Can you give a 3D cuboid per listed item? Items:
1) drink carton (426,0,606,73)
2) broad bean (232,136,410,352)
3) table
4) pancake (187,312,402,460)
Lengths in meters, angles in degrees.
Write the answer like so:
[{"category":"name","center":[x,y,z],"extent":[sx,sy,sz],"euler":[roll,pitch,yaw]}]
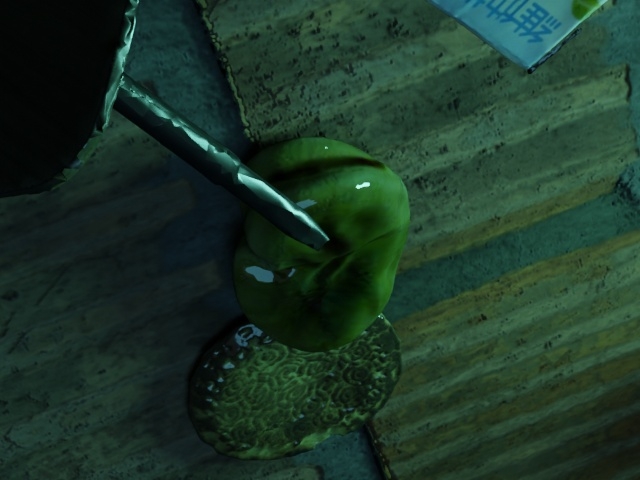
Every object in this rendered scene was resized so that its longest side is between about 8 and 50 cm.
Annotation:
[{"category":"drink carton","center":[0.170,-0.283,1.072],"extent":[0.324,0.132,0.194],"euler":[-42,134,22]},{"category":"broad bean","center":[0.001,0.002,1.339],"extent":[0.153,0.072,0.206],"euler":[-21,144,-2]},{"category":"table","center":[-0.121,-0.149,1.044],"extent":[0.317,0.317,0.249],"euler":[-42,146,20]},{"category":"pancake","center":[-0.020,0.119,1.473],"extent":[0.199,0.021,0.199],"euler":[-11,136,-11]}]
